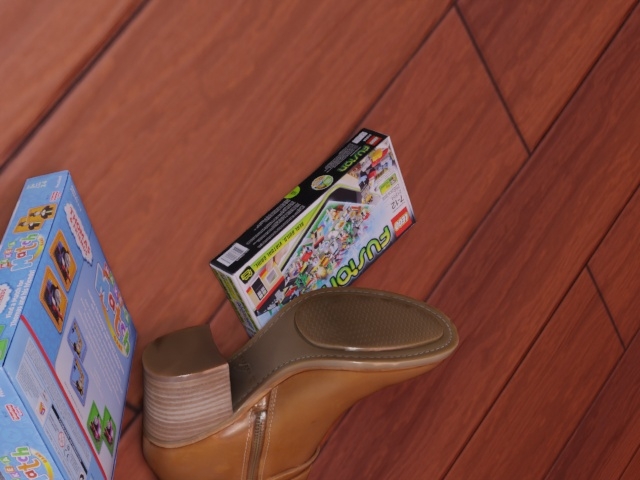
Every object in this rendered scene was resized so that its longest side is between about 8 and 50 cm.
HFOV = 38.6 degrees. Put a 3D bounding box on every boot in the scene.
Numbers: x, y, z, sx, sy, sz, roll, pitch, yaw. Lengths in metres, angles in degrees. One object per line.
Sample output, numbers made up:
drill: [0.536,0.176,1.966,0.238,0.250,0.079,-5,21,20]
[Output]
boot: [-0.017,0.167,0.825,0.283,0.109,0.220,-13,126,-16]

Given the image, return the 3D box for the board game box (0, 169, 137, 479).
board game box: [-0.175,0.075,0.618,0.039,0.211,0.160,-11,124,5]

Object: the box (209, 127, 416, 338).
box: [0.000,0.000,0.863,0.207,0.036,0.114,-43,133,-22]

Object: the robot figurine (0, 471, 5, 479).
robot figurine: [-0.232,0.307,0.655,0.300,0.199,0.353,-62,147,-50]
